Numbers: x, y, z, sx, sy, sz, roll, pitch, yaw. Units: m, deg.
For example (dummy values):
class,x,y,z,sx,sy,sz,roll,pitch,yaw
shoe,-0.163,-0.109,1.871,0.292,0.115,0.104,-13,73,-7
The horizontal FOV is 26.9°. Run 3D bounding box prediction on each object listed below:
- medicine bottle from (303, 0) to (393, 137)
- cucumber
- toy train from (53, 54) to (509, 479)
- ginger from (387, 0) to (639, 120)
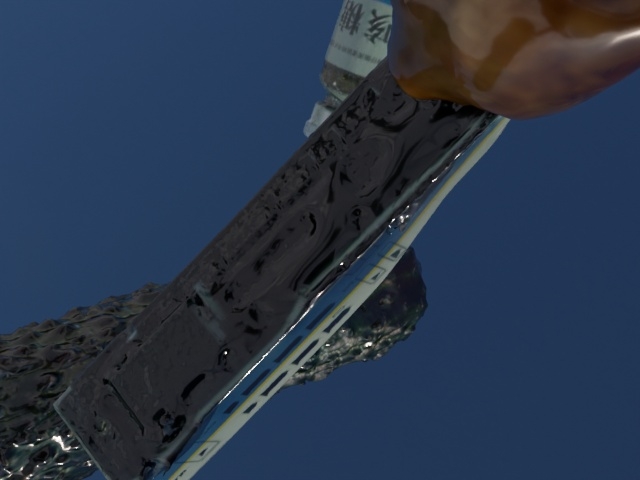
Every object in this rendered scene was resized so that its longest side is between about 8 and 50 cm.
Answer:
class,x,y,z,sx,sy,sz,roll,pitch,yaw
medicine bottle,0.041,-0.143,0.762,0.051,0.051,0.191,28,-73,36
cucumber,-0.054,0.062,0.808,0.096,0.359,0.096,20,-62,45
toy train,0.000,0.000,0.500,0.234,0.051,0.052,-46,-111,8
ginger,0.161,-0.218,0.342,0.418,0.176,0.254,-50,-170,49
